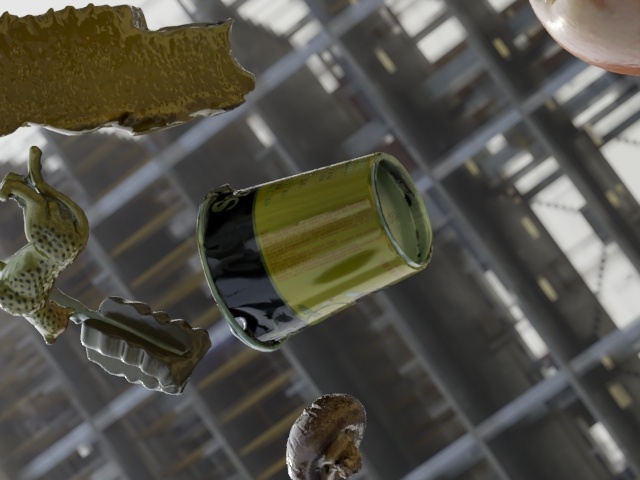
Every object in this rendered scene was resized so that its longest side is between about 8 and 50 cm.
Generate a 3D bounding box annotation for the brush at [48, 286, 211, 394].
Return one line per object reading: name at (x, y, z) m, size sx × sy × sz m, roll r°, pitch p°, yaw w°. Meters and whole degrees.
brush at (-0.256, 0.084, 1.947) m, size 0.301 × 0.084 × 0.071 m, roll 21°, pitch 147°, yaw 26°

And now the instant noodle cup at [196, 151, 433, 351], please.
instant noodle cup at (0.000, 0.000, 2.156) m, size 0.215 × 0.236 × 0.215 m, roll 47°, pitch -149°, yaw -40°

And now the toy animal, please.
toy animal at (-0.273, 0.008, 1.746) m, size 0.136 × 0.181 × 0.073 m, roll 31°, pitch -155°, yaw -14°

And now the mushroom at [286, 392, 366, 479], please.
mushroom at (0.006, 0.224, 1.977) m, size 0.085 × 0.126 × 0.109 m, roll 13°, pitch -147°, yaw -2°

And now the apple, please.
apple at (0.443, -0.403, 2.479) m, size 0.364 × 0.364 × 0.364 m, roll 50°, pitch -167°, yaw -16°

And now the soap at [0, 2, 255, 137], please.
soap at (-0.254, -0.205, 2.149) m, size 0.339 × 0.304 × 0.169 m, roll -47°, pitch -52°, yaw -82°
